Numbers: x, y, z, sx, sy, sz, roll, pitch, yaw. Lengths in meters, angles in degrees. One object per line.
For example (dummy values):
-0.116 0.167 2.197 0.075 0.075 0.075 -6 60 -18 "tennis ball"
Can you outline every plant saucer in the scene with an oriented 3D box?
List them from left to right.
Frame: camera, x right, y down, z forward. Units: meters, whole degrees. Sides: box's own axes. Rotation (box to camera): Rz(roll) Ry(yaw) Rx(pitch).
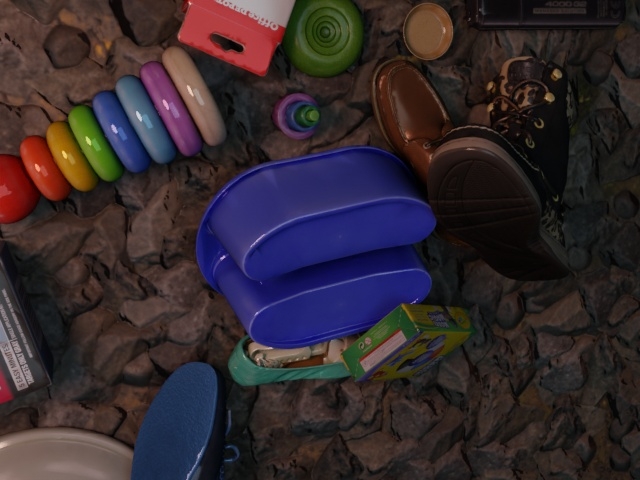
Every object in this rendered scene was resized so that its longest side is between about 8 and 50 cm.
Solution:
-0.388 0.465 1.053 0.400 0.100 0.400 -3 100 -18 "plant saucer"
0.160 -0.315 1.143 0.083 0.015 0.083 -4 101 -18 "plant saucer"

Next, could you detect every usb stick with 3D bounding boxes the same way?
0.355 -0.368 1.184 0.278 0.045 0.077 -5 94 -18 "usb stick"

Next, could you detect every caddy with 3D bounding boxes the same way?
0.000 0.000 1.063 0.341 0.179 0.241 -13 126 -17 "caddy"

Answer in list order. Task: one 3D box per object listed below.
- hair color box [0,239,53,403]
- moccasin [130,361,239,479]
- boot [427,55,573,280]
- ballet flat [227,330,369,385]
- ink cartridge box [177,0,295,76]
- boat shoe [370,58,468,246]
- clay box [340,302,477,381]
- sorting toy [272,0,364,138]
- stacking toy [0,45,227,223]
-0.549 0.152 0.935 0.374 0.113 0.185 -20 106 -14 "hair color box"
-0.200 0.347 1.072 0.117 0.138 0.342 40 60 -56 "moccasin"
0.266 -0.130 1.051 0.377 0.138 0.284 37 57 -48 "boot"
-0.014 0.163 1.124 0.247 0.083 0.087 -7 143 -15 "ballet flat"
-0.099 -0.350 1.015 0.134 0.078 0.231 20 93 -20 "ink cartridge box"
0.178 -0.133 1.133 0.111 0.104 0.307 -32 108 -11 "boat shoe"
0.142 0.152 1.119 0.127 0.053 0.222 -43 151 24 "clay box"
0.028 -0.315 1.041 0.127 0.126 0.365 18 93 -21 "sorting toy"
-0.292 -0.117 0.971 0.330 0.141 0.141 -29 107 -7 "stacking toy"
